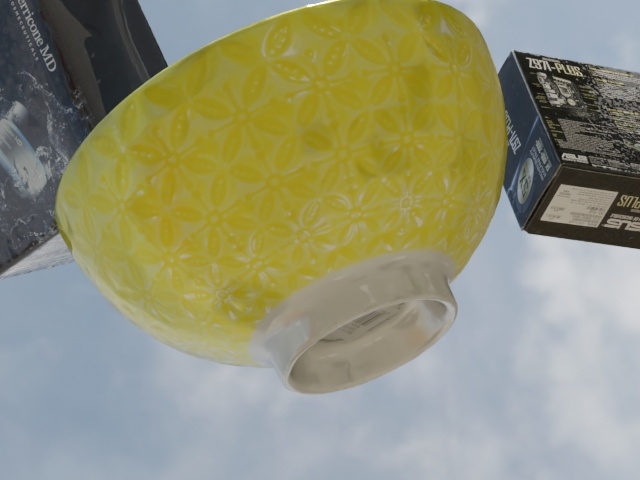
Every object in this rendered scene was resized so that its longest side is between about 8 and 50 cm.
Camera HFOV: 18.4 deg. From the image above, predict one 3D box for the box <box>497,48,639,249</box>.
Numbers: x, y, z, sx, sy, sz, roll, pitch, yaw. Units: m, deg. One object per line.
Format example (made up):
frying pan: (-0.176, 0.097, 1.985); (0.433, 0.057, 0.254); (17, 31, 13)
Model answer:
box: (0.239, -0.071, 1.633); (0.180, 0.147, 0.077); (7, -48, -23)

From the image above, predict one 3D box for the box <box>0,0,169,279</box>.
box: (-0.177, -0.078, 1.298); (0.093, 0.158, 0.156); (-15, -103, -51)

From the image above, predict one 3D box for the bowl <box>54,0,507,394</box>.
bowl: (0.000, 0.000, 1.200); (0.289, 0.289, 0.156); (-10, -117, -32)
